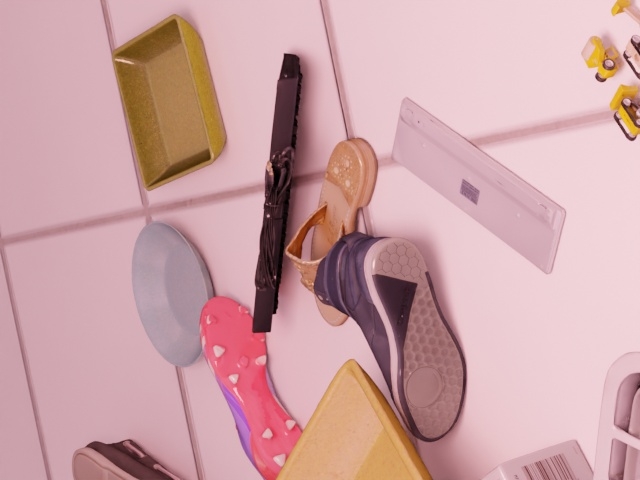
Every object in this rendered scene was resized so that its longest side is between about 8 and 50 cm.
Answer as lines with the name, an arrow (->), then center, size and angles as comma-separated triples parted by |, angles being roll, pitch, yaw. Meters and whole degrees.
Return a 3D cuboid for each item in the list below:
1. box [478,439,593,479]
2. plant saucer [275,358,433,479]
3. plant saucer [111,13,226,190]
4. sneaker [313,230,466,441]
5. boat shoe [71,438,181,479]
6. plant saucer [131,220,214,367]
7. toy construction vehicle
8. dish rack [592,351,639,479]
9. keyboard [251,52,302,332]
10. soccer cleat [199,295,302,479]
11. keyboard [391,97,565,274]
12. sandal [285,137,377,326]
box -> 0.210, 0.263, 1.657 | 0.087, 0.101, 0.102 | -49, 60, 51
plant saucer -> 0.041, 0.347, 1.742 | 0.333, 0.081, 0.333 | -61, 32, 23
plant saucer -> -0.182, -0.172, 2.143 | 0.188, 0.045, 0.188 | -18, 86, 56
sneaker -> 0.071, 0.096, 1.830 | 0.163, 0.086, 0.226 | 11, 118, 63
boat shoe -> -0.213, 0.354, 2.338 | 0.335, 0.095, 0.112 | 27, 125, 43
plant saucer -> -0.183, 0.067, 2.229 | 0.195, 0.037, 0.195 | 24, 120, 50
toy construction vehicle -> 0.273, -0.151, 1.498 | 0.098, 0.035, 0.086 | 61, 154, 27
dish rack -> 0.370, 0.262, 1.450 | 0.333, 0.072, 0.285 | 28, 122, 49
keyboard -> -0.048, -0.041, 1.923 | 0.201, 0.033, 0.317 | -82, -2, -64
soccer cleat -> -0.091, 0.188, 2.101 | 0.248, 0.083, 0.095 | 62, 148, 17
keyboard -> 0.153, -0.058, 1.720 | 0.256, 0.014, 0.072 | 41, 137, 42
sandal -> -0.004, -0.003, 1.904 | 0.088, 0.079, 0.240 | 44, 134, 40
